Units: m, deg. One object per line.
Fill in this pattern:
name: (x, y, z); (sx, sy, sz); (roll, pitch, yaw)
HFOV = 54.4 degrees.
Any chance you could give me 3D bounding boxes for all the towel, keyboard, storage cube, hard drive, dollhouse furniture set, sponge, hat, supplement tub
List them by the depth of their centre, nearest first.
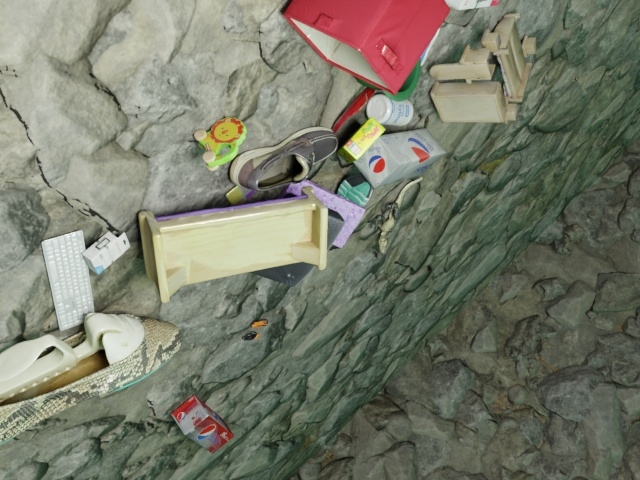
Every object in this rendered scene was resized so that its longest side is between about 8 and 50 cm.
storage cube: (0.086, -0.415, 1.129); (0.193, 0.215, 0.183); (-56, 150, 4)
keyboard: (-0.481, 0.082, 1.198); (0.072, 0.014, 0.256); (-26, 145, -33)
towel: (-0.171, -0.109, 1.372); (0.083, 0.009, 0.060); (-42, 150, -9)
hat: (0.096, -0.377, 1.377); (0.173, 0.183, 0.208); (48, 58, -36)
hard drive: (-0.070, 0.000, 1.489); (0.172, 0.054, 0.255); (20, 130, -21)
supplement tub: (0.167, -0.313, 1.499); (0.107, 0.071, 0.071); (-8, 133, -48)
sponge: (-0.007, -0.070, 1.510); (0.210, 0.031, 0.117); (24, 109, -25)
dollhouse furniture set: (0.431, -0.495, 1.655); (0.303, 0.174, 0.355); (51, 54, -49)

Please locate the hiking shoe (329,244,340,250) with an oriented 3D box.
hiking shoe: (0.000, 0.000, 1.624); (0.086, 0.114, 0.227); (-14, 138, -47)

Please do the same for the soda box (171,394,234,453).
soda box: (-0.354, 0.564, 1.898); (0.092, 0.083, 0.263); (-39, 151, -13)

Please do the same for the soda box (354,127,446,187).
soda box: (0.208, -0.214, 1.588); (0.098, 0.091, 0.286); (-44, 167, 33)

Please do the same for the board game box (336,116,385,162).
board game box: (0.089, -0.228, 1.435); (0.092, 0.043, 0.181); (-47, -174, 1)

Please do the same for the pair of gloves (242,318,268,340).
pair of gloves: (-0.189, 0.260, 1.811); (0.083, 0.010, 0.074); (-53, 152, 18)

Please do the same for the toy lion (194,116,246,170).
toy lion: (-0.182, -0.188, 1.172); (0.096, 0.100, 0.034); (-22, 146, -5)

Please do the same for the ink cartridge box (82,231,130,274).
ink cartridge box: (-0.408, 0.019, 1.189); (0.083, 0.028, 0.048); (-46, 156, -29)

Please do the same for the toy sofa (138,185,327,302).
toy sofa: (-0.177, -0.012, 1.272); (0.362, 0.177, 0.150); (-10, 121, -20)

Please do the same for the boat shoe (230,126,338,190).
boat shoe: (-0.060, -0.169, 1.355); (0.285, 0.092, 0.103); (-24, 139, -36)

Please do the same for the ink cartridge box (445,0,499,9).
ink cartridge box: (0.355, -0.588, 1.409); (0.150, 0.063, 0.109); (-23, 143, -37)

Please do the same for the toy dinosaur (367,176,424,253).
toy dinosaur: (0.213, -0.079, 1.871); (0.118, 0.064, 0.268); (-13, 135, -55)

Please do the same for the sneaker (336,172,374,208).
sneaker: (0.092, -0.117, 1.633); (0.098, 0.083, 0.224); (-36, 170, -40)

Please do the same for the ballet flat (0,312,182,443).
ballet flat: (-0.501, 0.246, 1.245); (0.483, 0.164, 0.182); (-24, 136, -29)

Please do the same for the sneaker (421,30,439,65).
sneaker: (0.213, -0.448, 1.403); (0.084, 0.058, 0.152); (-35, 157, -36)
